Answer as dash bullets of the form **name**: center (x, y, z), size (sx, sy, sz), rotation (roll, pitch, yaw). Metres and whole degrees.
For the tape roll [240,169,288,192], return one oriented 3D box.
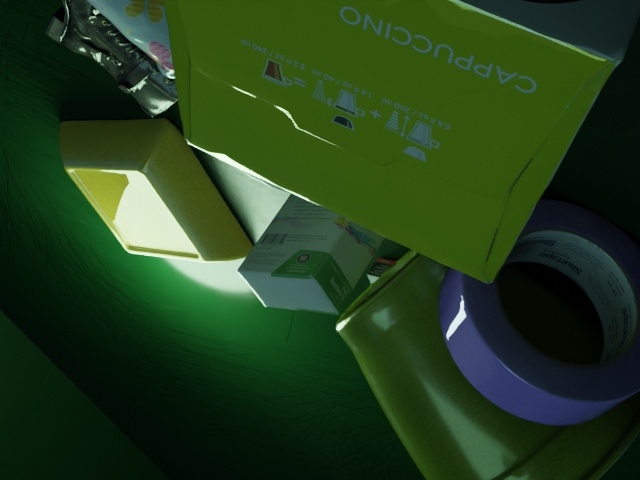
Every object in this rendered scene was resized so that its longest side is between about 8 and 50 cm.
- **tape roll**: center (0.003, -0.190, 0.989), size (0.286, 0.286, 0.100), rotation (28, 149, 10)

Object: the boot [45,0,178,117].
- **boot**: center (-0.280, -0.301, 1.310), size (0.229, 0.091, 0.263), rotation (38, 153, -15)

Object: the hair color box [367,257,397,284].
- **hair color box**: center (0.136, 0.096, 1.478), size (0.072, 0.043, 0.141), rotation (12, 143, 33)

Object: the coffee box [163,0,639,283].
- **coffee box**: center (0.091, -0.226, 0.752), size (0.337, 0.334, 0.338), rotation (25, 155, 8)

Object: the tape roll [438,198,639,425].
- **tape roll**: center (0.292, 0.086, 1.095), size (0.275, 0.275, 0.090), rotation (32, 148, 5)

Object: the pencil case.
- **pencil case**: center (-0.248, -0.331, 1.130), size (0.124, 0.113, 0.273), rotation (42, -179, 43)

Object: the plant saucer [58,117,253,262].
- **plant saucer**: center (-0.331, -0.075, 1.652), size (0.332, 0.081, 0.333), rotation (6, 138, 40)

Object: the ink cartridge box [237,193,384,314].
- **ink cartridge box**: center (0.000, 0.000, 1.316), size (0.154, 0.212, 0.093), rotation (1, 139, 41)

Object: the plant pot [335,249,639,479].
- **plant pot**: center (0.221, 0.171, 1.257), size (0.353, 0.366, 0.366), rotation (49, 148, 1)
